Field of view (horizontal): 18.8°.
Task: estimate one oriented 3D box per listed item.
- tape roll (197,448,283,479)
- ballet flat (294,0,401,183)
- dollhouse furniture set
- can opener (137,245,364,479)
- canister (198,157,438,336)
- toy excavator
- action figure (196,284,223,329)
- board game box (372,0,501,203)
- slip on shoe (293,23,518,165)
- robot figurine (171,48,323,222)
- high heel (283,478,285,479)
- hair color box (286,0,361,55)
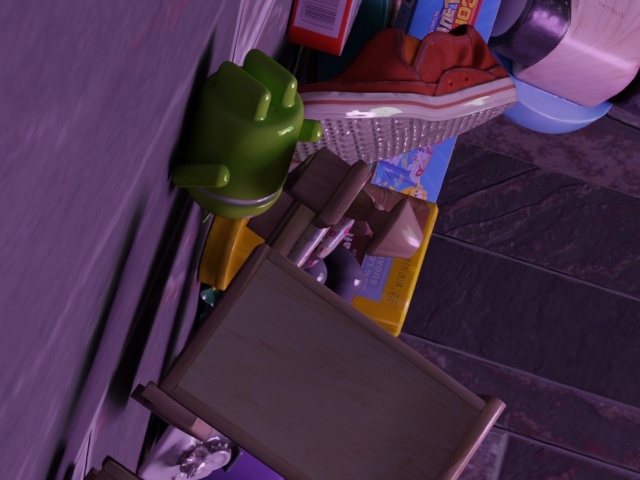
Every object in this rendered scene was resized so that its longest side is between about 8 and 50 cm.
[{"bbox_3d":[-0.057,0.141,1.727,0.189,0.080,0.189,-53,-167,18],"label":"tape roll"},{"bbox_3d":[0.020,-0.144,1.860,0.106,0.107,0.316,-83,-171,-60],"label":"ballet flat"},{"bbox_3d":[-0.026,0.116,1.272,0.303,0.174,0.355,-54,-176,-8],"label":"dollhouse furniture set"},{"bbox_3d":[-0.067,0.099,1.545,0.280,0.074,0.093,-52,-131,34],"label":"can opener"},{"bbox_3d":[0.000,0.000,1.583,0.073,0.170,0.126,103,5,-65],"label":"canister"},{"bbox_3d":[0.198,-0.294,2.172,0.445,0.222,0.433,-28,-131,52],"label":"toy excavator"},{"bbox_3d":[-0.044,-0.021,1.714,0.232,0.063,0.137,-67,-174,-29],"label":"action figure"},{"bbox_3d":[0.078,-0.183,2.033,0.308,0.086,0.302,-123,-132,-70],"label":"board game box"},{"bbox_3d":[0.054,-0.133,1.714,0.123,0.101,0.331,-31,171,39],"label":"slip on shoe"},{"bbox_3d":[-0.049,-0.062,1.212,0.101,0.067,0.115,-31,150,-43],"label":"robot figurine"},{"bbox_3d":[-0.123,0.293,2.282,0.377,0.127,0.181,-47,126,-75],"label":"high heel"},{"bbox_3d":[0.023,-0.251,1.674,0.093,0.053,0.167,104,3,-48],"label":"hair color box"}]
